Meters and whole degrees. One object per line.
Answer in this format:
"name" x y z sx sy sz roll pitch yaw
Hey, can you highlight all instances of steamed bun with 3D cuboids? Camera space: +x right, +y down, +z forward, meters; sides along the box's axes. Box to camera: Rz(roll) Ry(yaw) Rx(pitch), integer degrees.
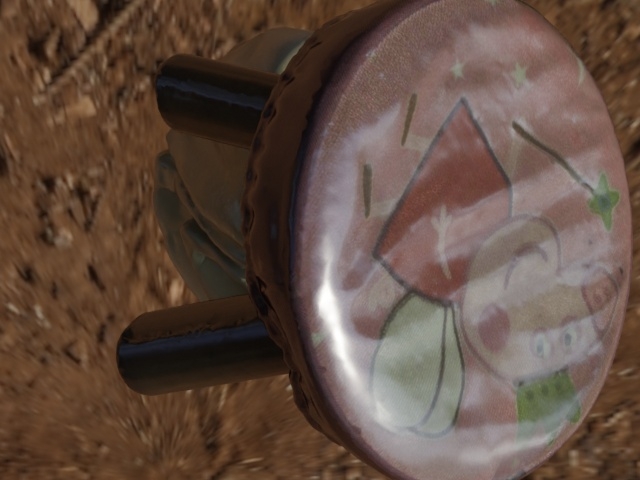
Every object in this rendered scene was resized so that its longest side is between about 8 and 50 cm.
"steamed bun" 0.003 0.002 1.396 0.276 0.289 0.203 34 76 -9

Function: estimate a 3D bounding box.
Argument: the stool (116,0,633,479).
"stool" 0.030 0.001 1.075 0.272 0.178 0.272 2 88 -45
